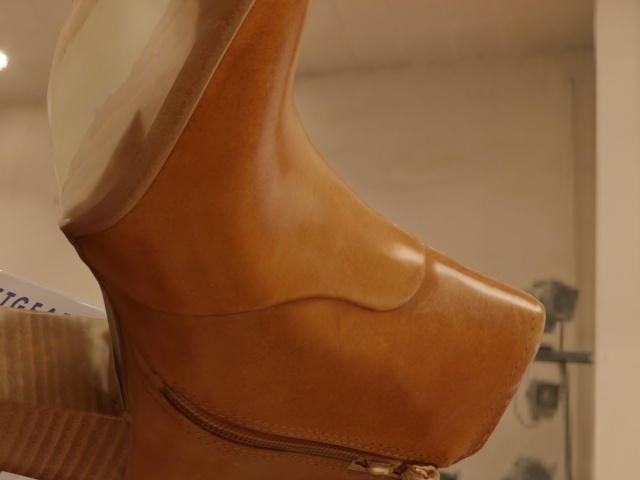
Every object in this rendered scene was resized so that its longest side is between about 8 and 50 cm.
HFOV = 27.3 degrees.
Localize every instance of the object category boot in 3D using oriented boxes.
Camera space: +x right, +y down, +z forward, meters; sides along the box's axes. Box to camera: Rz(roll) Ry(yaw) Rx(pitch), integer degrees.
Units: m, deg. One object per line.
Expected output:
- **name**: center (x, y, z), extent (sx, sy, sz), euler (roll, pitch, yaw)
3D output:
- **boot**: center (0.000, 0.001, 0.478), extent (0.211, 0.104, 0.295), euler (11, -48, -26)

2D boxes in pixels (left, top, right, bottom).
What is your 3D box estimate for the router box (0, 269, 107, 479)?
- **router box**: center (-0.212, 0.175, 0.844), extent (0.335, 0.301, 0.082), euler (14, -37, 43)
